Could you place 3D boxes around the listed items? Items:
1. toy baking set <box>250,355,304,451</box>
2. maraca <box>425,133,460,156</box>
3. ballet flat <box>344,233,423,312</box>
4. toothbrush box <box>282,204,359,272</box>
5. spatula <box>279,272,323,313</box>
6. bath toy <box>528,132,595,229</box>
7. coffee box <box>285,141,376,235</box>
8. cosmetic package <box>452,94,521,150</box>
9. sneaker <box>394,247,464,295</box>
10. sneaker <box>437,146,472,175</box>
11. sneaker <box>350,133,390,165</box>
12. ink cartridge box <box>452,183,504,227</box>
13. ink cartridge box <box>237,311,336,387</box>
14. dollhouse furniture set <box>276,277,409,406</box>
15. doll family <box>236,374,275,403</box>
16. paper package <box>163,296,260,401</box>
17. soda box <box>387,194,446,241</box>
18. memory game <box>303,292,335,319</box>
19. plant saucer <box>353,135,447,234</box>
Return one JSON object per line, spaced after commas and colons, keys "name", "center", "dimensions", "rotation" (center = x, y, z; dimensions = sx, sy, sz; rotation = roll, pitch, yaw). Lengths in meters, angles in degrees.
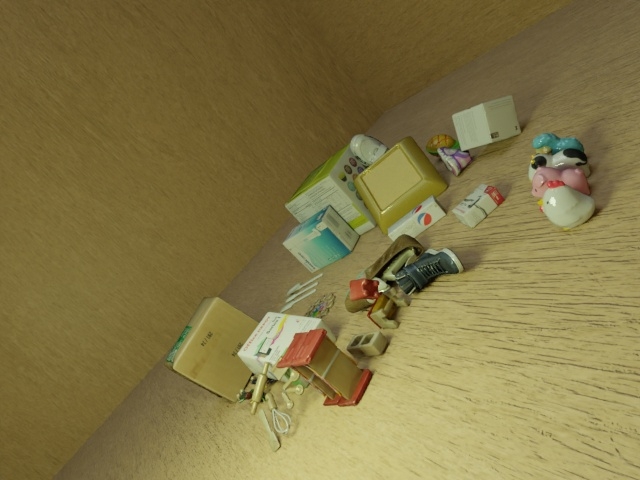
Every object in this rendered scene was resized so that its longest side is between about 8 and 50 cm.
{"name": "toy baking set", "center": [-0.139, 0.477, 1.437], "dimensions": [0.196, 0.030, 0.256], "rotation": [6, 73, 48]}
{"name": "maraca", "center": [0.569, -0.433, 2.203], "dimensions": [0.185, 0.099, 0.127], "rotation": [16, 54, 45]}
{"name": "ballet flat", "center": [0.224, 0.119, 1.610], "dimensions": [0.342, 0.116, 0.124], "rotation": [-44, 33, -15]}
{"name": "toothbrush box", "center": [0.000, 0.000, 2.279], "dimensions": [0.295, 0.216, 0.126], "rotation": [-32, 19, 42]}
{"name": "spatula", "center": [-0.089, 0.237, 2.250], "dimensions": [0.242, 0.019, 0.168], "rotation": [-34, 17, 34]}
{"name": "bath toy", "center": [0.616, -0.164, 1.258], "dimensions": [0.151, 0.129, 0.348], "rotation": [-32, 19, 37]}
{"name": "coffee box", "center": [0.099, -0.215, 2.369], "dimensions": [0.338, 0.334, 0.338], "rotation": [-30, 20, 43]}
{"name": "cosmetic package", "center": [0.635, -0.447, 1.851], "dimensions": [0.151, 0.151, 0.183], "rotation": [-20, 7, -21]}
{"name": "sneaker", "center": [0.310, 0.097, 1.403], "dimensions": [0.163, 0.086, 0.226], "rotation": [-35, 4, -8]}
{"name": "sneaker", "center": [0.563, -0.347, 2.001], "dimensions": [0.104, 0.095, 0.236], "rotation": [-34, 21, 11]}
{"name": "sneaker", "center": [0.322, -0.383, 2.235], "dimensions": [0.137, 0.366, 0.210], "rotation": [-63, 25, -5]}
{"name": "ink cartridge box", "center": [0.505, -0.113, 1.551], "dimensions": [0.135, 0.056, 0.099], "rotation": [-43, 15, 4]}
{"name": "ink cartridge box", "center": [-0.118, 0.363, 1.642], "dimensions": [0.278, 0.117, 0.201], "rotation": [-1, 42, 44]}
{"name": "dollhouse furniture set", "center": [0.072, 0.263, 1.382], "dimensions": [0.152, 0.201, 0.374], "rotation": [-24, 25, 52]}
{"name": "doll family", "center": [-0.205, 0.511, 1.696], "dimensions": [0.193, 0.076, 0.111], "rotation": [-49, 10, -29]}
{"name": "paper package", "center": [-0.403, 0.429, 1.927], "dimensions": [0.168, 0.309, 0.325], "rotation": [-18, 40, 59]}
{"name": "soda box", "center": [0.356, -0.070, 1.795], "dimensions": [0.216, 0.074, 0.069], "rotation": [-39, 15, 20]}
{"name": "memory game", "center": [-0.012, 0.281, 1.932], "dimensions": [0.186, 0.012, 0.186], "rotation": [-40, 15, 13]}
{"name": "plant saucer", "center": [0.310, -0.250, 2.030], "dimensions": [0.332, 0.081, 0.333], "rotation": [-38, 54, 17]}
